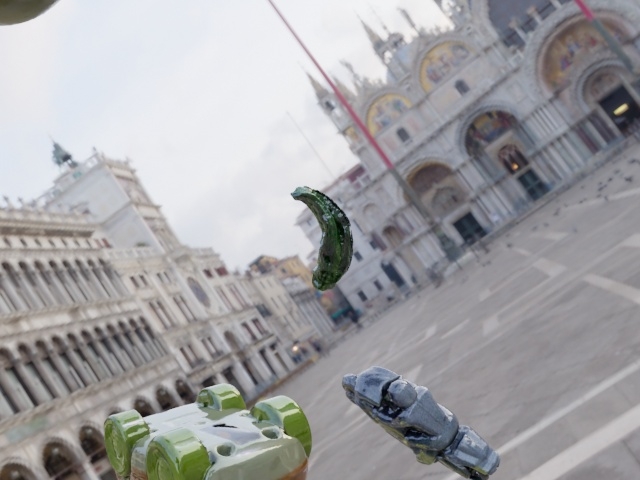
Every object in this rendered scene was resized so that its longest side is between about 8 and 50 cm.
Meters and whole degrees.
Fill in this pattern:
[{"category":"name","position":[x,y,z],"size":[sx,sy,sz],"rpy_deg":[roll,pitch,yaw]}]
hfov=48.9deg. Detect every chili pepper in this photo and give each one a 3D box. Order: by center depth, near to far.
[{"category":"chili pepper","position":[0.006,-0.001,0.734],"size":[0.056,0.117,0.035],"rpy_deg":[-9,21,15]}]

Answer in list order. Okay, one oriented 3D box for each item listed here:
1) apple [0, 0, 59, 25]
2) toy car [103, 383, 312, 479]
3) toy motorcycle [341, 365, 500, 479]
[{"category":"apple","position":[-0.418,-0.377,0.816],"size":[0.279,0.279,0.279],"rpy_deg":[-34,-6,-4]},{"category":"toy car","position":[-0.109,0.270,0.705],"size":[0.145,0.235,0.235],"rpy_deg":[-9,-22,-38]},{"category":"toy motorcycle","position":[0.100,0.188,0.747],"size":[0.061,0.193,0.124],"rpy_deg":[-50,-24,-21]}]
